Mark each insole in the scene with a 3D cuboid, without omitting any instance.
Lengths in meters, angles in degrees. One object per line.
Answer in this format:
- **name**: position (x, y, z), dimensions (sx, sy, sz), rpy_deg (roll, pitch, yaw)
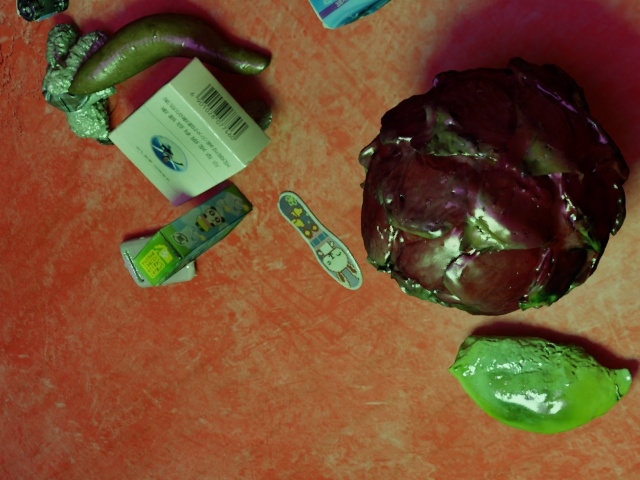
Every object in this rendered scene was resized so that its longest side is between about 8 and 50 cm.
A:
- **insole**: position (0.000, 0.000, 1.409), dimensions (0.197, 0.004, 0.065), rpy_deg (51, 131, -2)

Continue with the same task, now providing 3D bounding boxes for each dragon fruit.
- **dragon fruit**: position (0.207, -0.060, 1.056), dimensions (0.329, 0.329, 0.329), rpy_deg (15, 123, 25)

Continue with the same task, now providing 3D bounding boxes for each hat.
- **hat**: position (-0.119, -0.190, 1.359), dimensions (0.087, 0.042, 0.058), rpy_deg (-32, 128, 12)

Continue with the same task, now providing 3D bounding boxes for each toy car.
- **toy car**: position (-0.452, -0.437, 1.400), dimensions (0.070, 0.080, 0.170), rpy_deg (25, 127, 19)

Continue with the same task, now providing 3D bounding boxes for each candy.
- **candy**: position (-0.202, -0.010, 1.407), dimensions (0.062, 0.194, 0.097), rpy_deg (49, 131, 1)

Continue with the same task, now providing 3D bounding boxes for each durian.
- **durian**: position (0.309, 0.208, 1.265), dimensions (0.250, 0.101, 0.139), rpy_deg (16, 123, 25)

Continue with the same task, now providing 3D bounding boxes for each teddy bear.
- **teddy bear**: position (-0.402, -0.246, 1.458), dimensions (0.133, 0.111, 0.213), rpy_deg (13, 121, 31)

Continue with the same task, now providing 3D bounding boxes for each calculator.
- **calculator**: position (-0.298, 0.034, 1.601), dimensions (0.175, 0.032, 0.100), rpy_deg (-10, 110, 37)

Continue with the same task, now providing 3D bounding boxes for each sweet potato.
- **sweet potato**: position (-0.240, -0.293, 1.346), dimensions (0.346, 0.079, 0.108), rpy_deg (-2, 107, 19)

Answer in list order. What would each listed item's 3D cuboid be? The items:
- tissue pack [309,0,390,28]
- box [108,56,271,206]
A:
- **tissue pack**: position (0.082, -0.402, 1.034), dimensions (0.263, 0.146, 0.198), rpy_deg (-25, 100, 40)
- **box**: position (-0.206, -0.157, 1.348), dimensions (0.164, 0.069, 0.256), rpy_deg (48, 148, -15)
